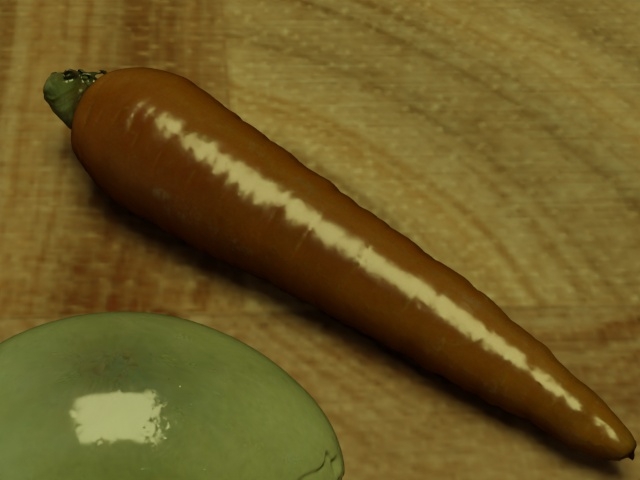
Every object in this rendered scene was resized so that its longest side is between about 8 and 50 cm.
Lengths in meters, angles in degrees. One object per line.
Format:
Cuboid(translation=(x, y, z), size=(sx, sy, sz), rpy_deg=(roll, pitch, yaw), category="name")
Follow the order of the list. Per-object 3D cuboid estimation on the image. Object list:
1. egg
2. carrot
Cuboid(translation=(-0.067, 0.083, 0.532), size=(0.152, 0.114, 0.114), rpy_deg=(6, 43, -4), category="egg")
Cuboid(translation=(0.000, 0.000, 0.667), size=(0.336, 0.069, 0.069), rpy_deg=(31, 49, 21), category="carrot")
